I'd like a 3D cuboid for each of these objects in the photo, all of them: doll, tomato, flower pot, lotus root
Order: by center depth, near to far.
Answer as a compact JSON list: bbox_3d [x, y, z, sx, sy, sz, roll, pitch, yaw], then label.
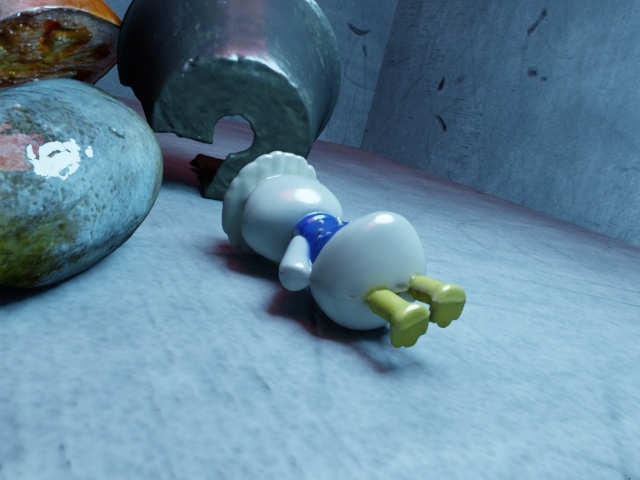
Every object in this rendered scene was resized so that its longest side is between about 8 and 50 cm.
[{"bbox_3d":[-0.214,-0.046,0.386,0.157,0.140,0.322,13,16,-6],"label":"lotus root"},{"bbox_3d":[0.000,0.000,0.490,0.138,0.119,0.293,-15,34,-32],"label":"doll"},{"bbox_3d":[-0.126,-0.222,0.816,0.378,0.380,0.251,10,32,-16],"label":"flower pot"},{"bbox_3d":[-0.486,-0.324,0.846,0.338,0.144,0.338,-26,2,1],"label":"tomato"}]
